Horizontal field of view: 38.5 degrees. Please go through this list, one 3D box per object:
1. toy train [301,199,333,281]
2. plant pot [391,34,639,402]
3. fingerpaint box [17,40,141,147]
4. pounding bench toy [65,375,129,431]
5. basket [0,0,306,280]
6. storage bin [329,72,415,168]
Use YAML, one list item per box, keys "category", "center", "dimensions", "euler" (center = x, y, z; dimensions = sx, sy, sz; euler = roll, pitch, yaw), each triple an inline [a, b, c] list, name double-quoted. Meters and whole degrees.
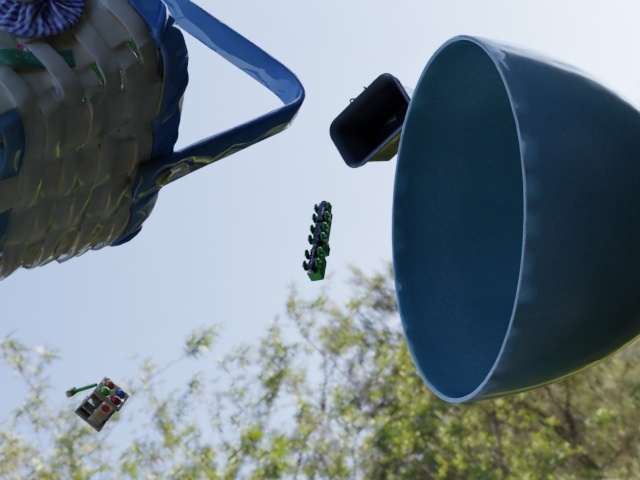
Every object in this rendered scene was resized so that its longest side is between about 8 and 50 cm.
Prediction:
- category: "toy train"
  center: [0.000, 0.000, 0.781]
  dimensions: [0.083, 0.017, 0.023]
  euler: [-79, -30, -42]
- category: "plant pot"
  center: [0.194, -0.016, 0.754]
  dimensions: [0.195, 0.290, 0.290]
  euler: [1, -44, -12]
- category: "fingerpaint box"
  center: [-0.349, -0.338, 1.271]
  dimensions: [0.163, 0.371, 0.445]
  euler: [7, -59, -34]
- category: "pounding bench toy"
  center: [-0.362, 0.251, 1.477]
  dimensions: [0.065, 0.083, 0.052]
  euler: [-47, 7, 19]
- category: "basket"
  center: [-0.172, -0.113, 0.575]
  dimensions: [0.289, 0.255, 0.201]
  euler: [-41, -17, -53]
- category: "storage bin"
  center: [0.092, -0.172, 1.315]
  dimensions: [0.135, 0.098, 0.091]
  euler: [-41, -23, 30]
